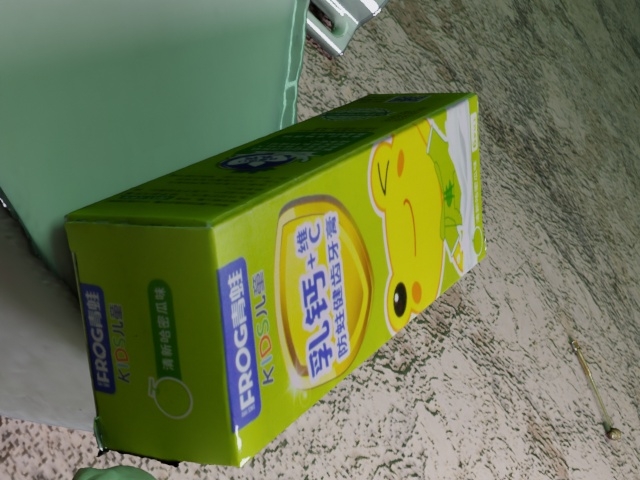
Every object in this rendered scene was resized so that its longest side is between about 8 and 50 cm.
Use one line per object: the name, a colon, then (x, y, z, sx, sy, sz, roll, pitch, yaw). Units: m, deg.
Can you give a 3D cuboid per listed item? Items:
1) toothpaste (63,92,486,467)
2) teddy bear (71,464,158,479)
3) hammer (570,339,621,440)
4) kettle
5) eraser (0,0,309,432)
toothpaste: (0.000, 0.000, 0.616, 0.327, 0.077, 0.110, -31, 121, -59)
teddy bear: (0.001, 0.330, 0.464, 0.362, 0.327, 0.375, 26, 80, -17)
hammer: (0.315, 0.171, 1.338, 0.029, 0.014, 0.123, 17, 50, -61)
kettle: (0.004, -0.284, 1.176, 0.148, 0.098, 0.127, 43, 29, -34)
eraser: (-0.129, -0.039, 0.607, 0.331, 0.150, 0.331, -3, 94, -62)
